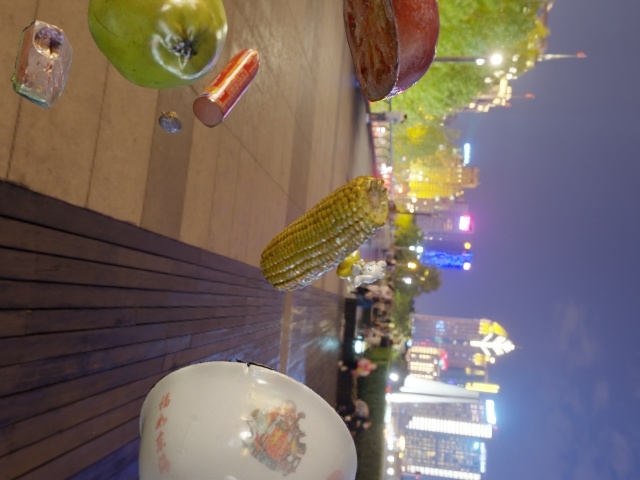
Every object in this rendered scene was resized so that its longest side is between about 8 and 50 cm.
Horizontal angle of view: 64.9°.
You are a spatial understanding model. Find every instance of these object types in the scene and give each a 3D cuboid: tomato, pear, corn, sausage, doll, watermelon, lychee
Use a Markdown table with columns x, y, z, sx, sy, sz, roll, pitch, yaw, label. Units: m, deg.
| x | y | z | sx | sy | sz | roll | pitch | yaw | label |
| --- | --- | --- | --- | --- | --- | --- | --- | --- | --- |
| 0.153 | -0.458 | 1.043 | 0.338 | 0.144 | 0.338 | 168 | -90 | -80 | tomato |
| -0.267 | -0.356 | 0.828 | 0.269 | 0.212 | 0.212 | 43 | -32 | 41 | pear |
| 0.000 | 0.000 | 1.091 | 0.387 | 0.144 | 0.143 | -33 | -145 | 43 | corn |
| -0.201 | -0.366 | 1.156 | 0.074 | 0.074 | 0.274 | 84 | 22 | -46 | sausage |
| 0.094 | 0.075 | 1.171 | 0.135 | 0.113 | 0.071 | -64 | 159 | -66 | doll |
| -0.872 | -0.553 | 1.551 | 0.226 | 0.148 | 0.318 | -54 | -149 | 42 | watermelon |
| -0.485 | -0.383 | 1.625 | 0.083 | 0.068 | 0.067 | 50 | 7 | -8 | lychee |

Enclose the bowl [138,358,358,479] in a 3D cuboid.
| x | y | z | sx | sy | sz | roll | pitch | yaw | label |
| --- | --- | --- | --- | --- | --- | --- | --- | --- | --- |
| -0.125 | 0.350 | 0.700 | 0.157 | 0.346 | 0.345 | -70 | 161 | -61 | bowl |
